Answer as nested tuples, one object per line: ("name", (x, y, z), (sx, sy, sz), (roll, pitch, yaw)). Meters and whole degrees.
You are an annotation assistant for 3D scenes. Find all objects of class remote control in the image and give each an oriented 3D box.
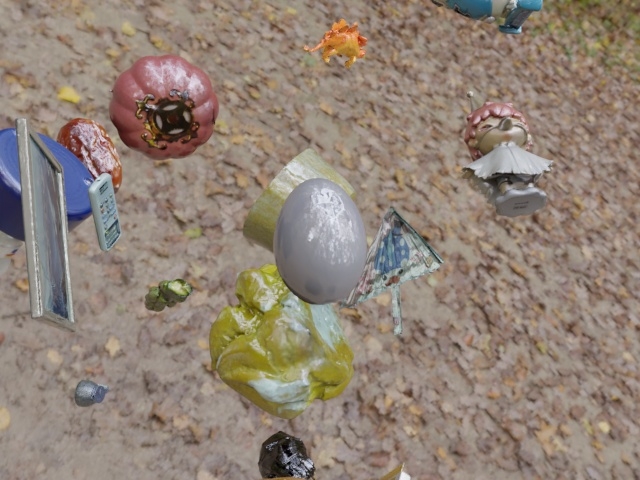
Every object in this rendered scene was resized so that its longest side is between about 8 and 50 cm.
("remote control", (-0.333, -0.043, 1.051), (0.017, 0.125, 0.053), (12, 39, 10))

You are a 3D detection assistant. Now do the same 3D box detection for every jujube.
("jujube", (-0.695, -0.244, 2.046), (0.174, 0.174, 0.251), (-27, 86, -47))

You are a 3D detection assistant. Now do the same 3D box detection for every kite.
("kite", (0.192, 0.085, 1.800), (0.406, 0.369, 0.014), (-19, 23, -37))

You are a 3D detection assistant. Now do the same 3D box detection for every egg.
("egg", (0.000, 0.000, 1.263), (0.176, 0.232, 0.176), (1, 12, 0))

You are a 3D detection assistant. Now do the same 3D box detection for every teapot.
("teapot", (-0.562, 0.376, 1.682), (0.056, 0.066, 0.088), (1, 7, 16))

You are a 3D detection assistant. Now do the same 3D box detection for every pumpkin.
("pumpkin", (-0.047, -0.074, 1.922), (0.199, 0.332, 0.332), (40, 39, 13))

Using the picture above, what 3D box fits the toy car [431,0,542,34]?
("toy car", (0.210, -0.331, 0.912), (0.161, 0.126, 0.098), (-8, 85, -4))

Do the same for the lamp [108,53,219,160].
("lamp", (-0.263, -0.225, 1.146), (0.182, 0.182, 0.140), (13, 23, -25))

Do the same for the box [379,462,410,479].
("box", (0.146, 0.645, 1.573), (0.033, 0.129, 0.247), (32, 45, -4))

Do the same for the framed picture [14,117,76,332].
("framed picture", (-0.482, -0.013, 1.205), (0.022, 0.247, 0.335), (-8, 77, -9))

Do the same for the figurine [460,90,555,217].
("figurine", (0.411, -0.221, 1.541), (0.206, 0.166, 0.387), (-6, 52, 4))

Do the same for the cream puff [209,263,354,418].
("cream puff", (-0.107, 0.236, 1.569), (0.378, 0.275, 0.378), (54, 18, -26))

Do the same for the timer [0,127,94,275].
("timer", (-0.736, -0.043, 1.587), (0.270, 0.383, 0.270), (40, 21, -19))

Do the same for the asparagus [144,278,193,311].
("asparagus", (-0.410, 0.143, 1.793), (0.080, 0.287, 0.080), (11, 67, -28))

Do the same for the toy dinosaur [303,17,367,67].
("toy dinosaur", (0.054, -0.500, 1.704), (0.070, 0.117, 0.288), (51, 27, 17))

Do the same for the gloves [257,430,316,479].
("gloves", (-0.077, 0.616, 1.832), (0.164, 0.203, 0.124), (-47, 127, -27))

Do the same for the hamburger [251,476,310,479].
("hamburger", (-0.119, 0.495, 1.151), (0.289, 0.314, 0.170), (-2, 72, -23))
